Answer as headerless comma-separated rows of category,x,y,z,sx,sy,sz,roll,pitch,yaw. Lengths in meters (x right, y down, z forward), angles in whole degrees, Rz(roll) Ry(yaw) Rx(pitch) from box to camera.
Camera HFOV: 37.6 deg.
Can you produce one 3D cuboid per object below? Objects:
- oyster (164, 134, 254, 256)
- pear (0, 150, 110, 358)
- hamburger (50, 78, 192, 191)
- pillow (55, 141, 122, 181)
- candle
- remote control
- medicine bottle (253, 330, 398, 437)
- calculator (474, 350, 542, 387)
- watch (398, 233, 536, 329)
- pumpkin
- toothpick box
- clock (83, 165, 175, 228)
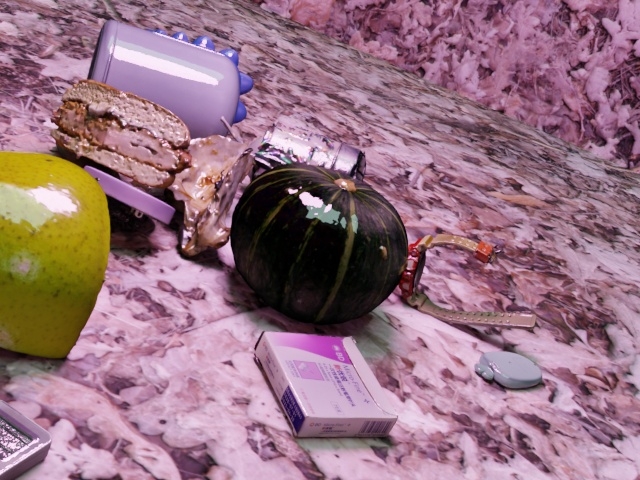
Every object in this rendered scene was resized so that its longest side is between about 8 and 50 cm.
oyster,-0.210,-0.099,1.802,0.198,0.133,0.337,-17,35,2
pear,-0.485,-0.022,1.341,0.318,0.238,0.342,15,24,-34
hamburger,-0.373,-0.197,1.769,0.282,0.155,0.245,25,-1,-9
pillow,-0.451,-0.145,1.851,0.130,0.033,0.217,11,27,-28
candle,-0.071,-0.159,2.003,0.330,0.187,0.187,21,25,1
remote control,-0.420,0.260,1.055,0.103,0.034,0.250,30,25,17
medicine bottle,0.006,0.223,1.455,0.171,0.052,0.201,8,30,-29
calculator,0.347,0.237,1.731,0.153,0.021,0.095,6,28,-38
watch,0.283,0.078,1.809,0.268,0.165,0.102,6,20,19
pumpkin,0.000,0.000,1.671,0.323,0.241,0.323,16,27,-8
toothpick box,-0.328,-0.337,2.072,0.355,0.263,0.263,14,26,-18
clock,-0.356,-0.070,1.683,0.172,0.064,0.198,27,-5,-21
